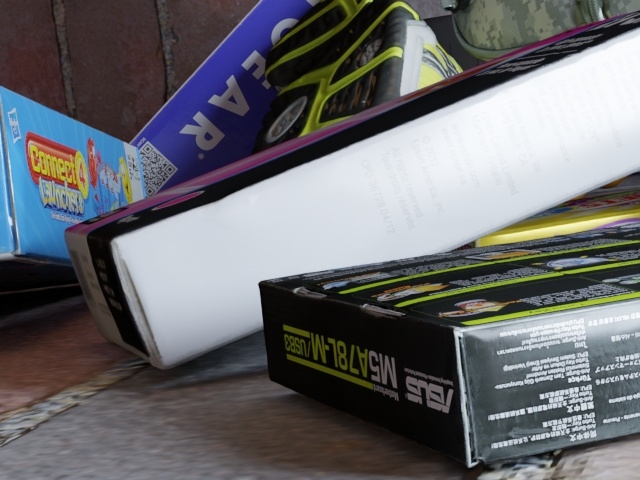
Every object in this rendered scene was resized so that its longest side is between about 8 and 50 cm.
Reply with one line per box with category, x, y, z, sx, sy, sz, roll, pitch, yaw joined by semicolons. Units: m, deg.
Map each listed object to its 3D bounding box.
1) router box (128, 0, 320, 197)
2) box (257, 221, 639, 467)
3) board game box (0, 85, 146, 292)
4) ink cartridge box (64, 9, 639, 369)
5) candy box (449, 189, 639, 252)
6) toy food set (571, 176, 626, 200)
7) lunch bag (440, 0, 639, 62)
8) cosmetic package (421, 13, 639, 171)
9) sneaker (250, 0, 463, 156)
router box;-0.026;-0.157;1.469;0.335;0.082;0.301;-47;3;3
box;0.095;0.024;0.568;0.190;0.045;0.184;-8;7;-19
board game box;-0.279;-0.009;0.995;0.308;0.086;0.302;-7;-3;6
ink cartridge box;0.073;-0.043;0.787;0.371;0.069;0.176;-20;6;-13
candy box;0.163;-0.011;0.941;0.206;0.027;0.105;-9;8;-14
toy food set;0.219;-0.063;1.076;0.104;0.111;0.232;-40;25;-12
lunch bag;0.273;-0.176;1.278;0.305;0.212;0.256;19;-28;-31
cosmetic package;0.168;-0.122;1.473;0.151;0.151;0.183;-10;6;-28
sneaker;0.051;-0.074;1.141;0.145;0.147;0.385;-42;16;19
